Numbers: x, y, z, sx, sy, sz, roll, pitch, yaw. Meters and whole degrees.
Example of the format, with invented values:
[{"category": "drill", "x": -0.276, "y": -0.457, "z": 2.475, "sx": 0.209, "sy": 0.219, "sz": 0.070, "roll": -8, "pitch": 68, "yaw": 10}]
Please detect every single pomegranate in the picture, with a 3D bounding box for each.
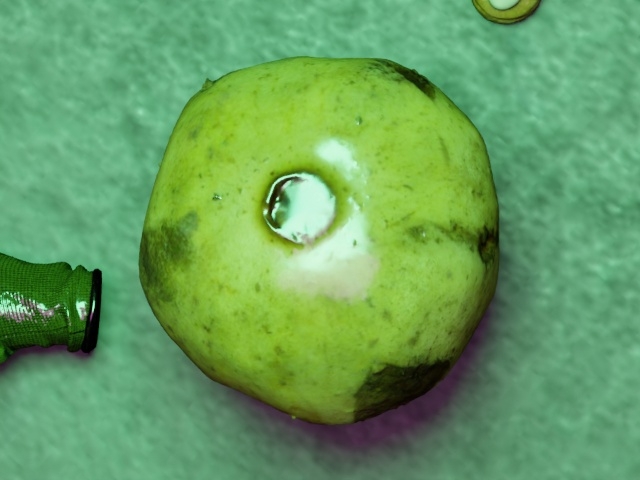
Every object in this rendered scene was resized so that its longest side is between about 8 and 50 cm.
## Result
[{"category": "pomegranate", "x": 0.000, "y": 0.000, "z": 1.238, "sx": 0.281, "sy": 0.281, "sz": 0.281, "roll": 0, "pitch": 91, "yaw": 7}]

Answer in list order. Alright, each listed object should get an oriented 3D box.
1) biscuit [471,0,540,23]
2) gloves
[{"category": "biscuit", "x": 0.178, "y": -0.271, "z": 1.319, "sx": 0.324, "sy": 0.049, "sz": 0.205, "roll": 14, "pitch": 93, "yaw": 8}, {"category": "gloves", "x": -0.308, "y": 0.049, "z": 1.355, "sx": 0.268, "sy": 0.107, "sz": 0.135, "roll": -2, "pitch": 60, "yaw": 9}]
